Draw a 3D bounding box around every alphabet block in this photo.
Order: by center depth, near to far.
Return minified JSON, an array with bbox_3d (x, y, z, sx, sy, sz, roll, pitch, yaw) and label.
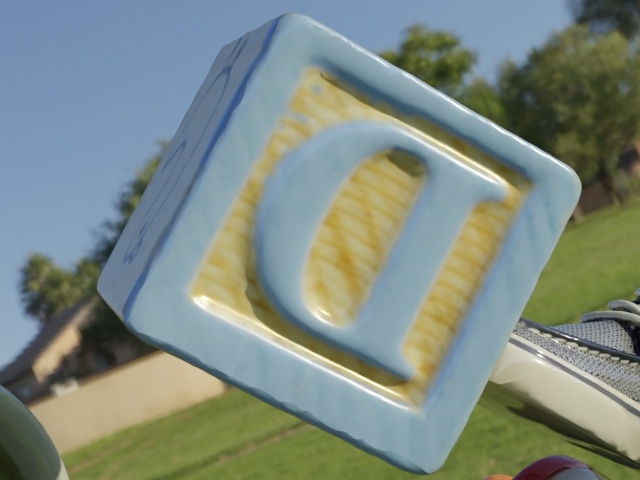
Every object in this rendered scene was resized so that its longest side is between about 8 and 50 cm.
[{"bbox_3d":[0.000,0.000,0.774,0.192,0.193,0.197,-61,13,-5],"label":"alphabet block"}]

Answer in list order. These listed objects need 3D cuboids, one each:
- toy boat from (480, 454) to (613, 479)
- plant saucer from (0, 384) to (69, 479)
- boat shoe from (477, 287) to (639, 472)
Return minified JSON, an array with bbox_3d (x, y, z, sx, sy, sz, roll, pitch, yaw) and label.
[{"bbox_3d":[0.179,0.244,1.083,0.231,0.151,0.151,35,-90,-43],"label":"toy boat"},{"bbox_3d":[-0.360,0.253,0.916,0.400,0.401,0.100,-18,28,-39],"label":"plant saucer"},{"bbox_3d":[0.218,0.071,0.900,0.340,0.158,0.127,27,-9,-39],"label":"boat shoe"}]
